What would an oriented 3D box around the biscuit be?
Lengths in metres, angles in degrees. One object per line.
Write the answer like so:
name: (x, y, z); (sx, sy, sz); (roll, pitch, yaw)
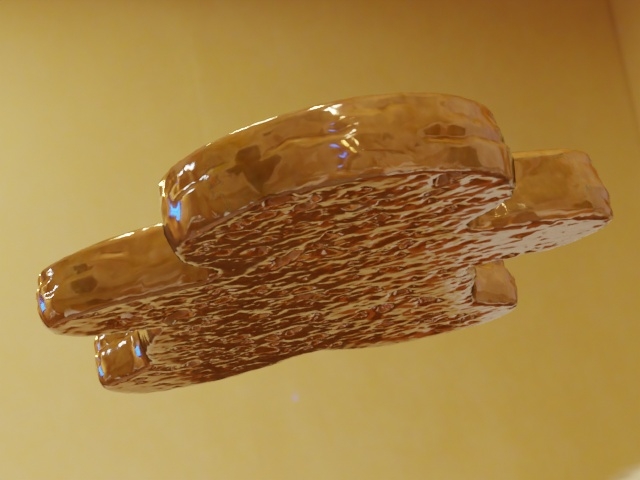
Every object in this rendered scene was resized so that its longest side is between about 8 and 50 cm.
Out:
biscuit: (0.000, -0.001, 0.539); (0.165, 0.036, 0.250); (-12, -13, -4)
